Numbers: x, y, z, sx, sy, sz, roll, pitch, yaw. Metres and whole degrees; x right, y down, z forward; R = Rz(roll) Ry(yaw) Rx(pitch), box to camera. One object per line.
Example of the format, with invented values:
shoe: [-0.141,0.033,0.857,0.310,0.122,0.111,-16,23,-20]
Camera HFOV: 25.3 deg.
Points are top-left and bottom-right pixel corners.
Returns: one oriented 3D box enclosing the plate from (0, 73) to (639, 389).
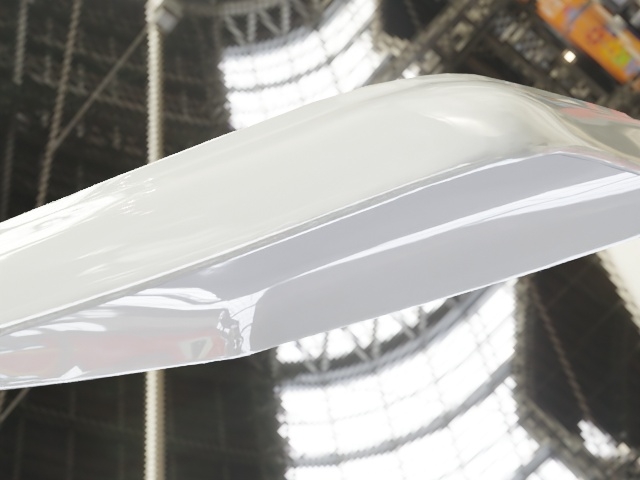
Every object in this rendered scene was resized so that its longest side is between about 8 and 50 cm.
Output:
plate: [0.000,0.000,0.514,0.278,0.277,0.045,1,-108,-60]
